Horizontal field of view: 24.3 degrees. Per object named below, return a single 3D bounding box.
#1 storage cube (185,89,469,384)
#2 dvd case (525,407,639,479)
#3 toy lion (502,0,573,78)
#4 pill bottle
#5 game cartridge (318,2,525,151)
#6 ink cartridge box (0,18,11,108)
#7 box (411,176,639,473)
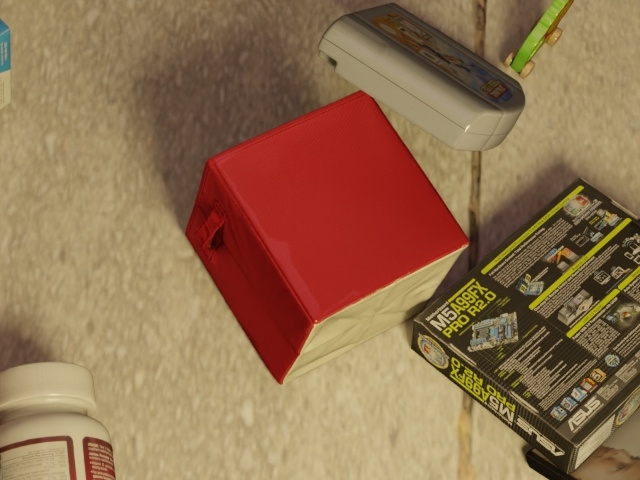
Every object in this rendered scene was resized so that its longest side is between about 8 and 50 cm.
[{"bbox_3d":[0.000,0.000,1.479,0.215,0.183,0.193,-27,74,-23],"label":"storage cube"},{"bbox_3d":[0.344,0.215,1.439,0.180,0.022,0.253,-31,30,-21],"label":"dvd case"},{"bbox_3d":[0.258,-0.245,1.698,0.034,0.096,0.100,37,64,7],"label":"toy lion"},{"bbox_3d":[-0.246,0.231,1.351,0.121,0.121,0.221,-4,65,-14],"label":"pill bottle"},{"bbox_3d":[0.118,-0.172,1.555,0.198,0.297,0.062,30,107,6],"label":"game cartridge"},{"bbox_3d":[-0.413,-0.146,1.483,0.203,0.148,0.086,-40,79,-25],"label":"ink cartridge box"},{"bbox_3d":[0.263,0.080,1.532,0.216,0.060,0.270,37,61,26],"label":"box"}]
